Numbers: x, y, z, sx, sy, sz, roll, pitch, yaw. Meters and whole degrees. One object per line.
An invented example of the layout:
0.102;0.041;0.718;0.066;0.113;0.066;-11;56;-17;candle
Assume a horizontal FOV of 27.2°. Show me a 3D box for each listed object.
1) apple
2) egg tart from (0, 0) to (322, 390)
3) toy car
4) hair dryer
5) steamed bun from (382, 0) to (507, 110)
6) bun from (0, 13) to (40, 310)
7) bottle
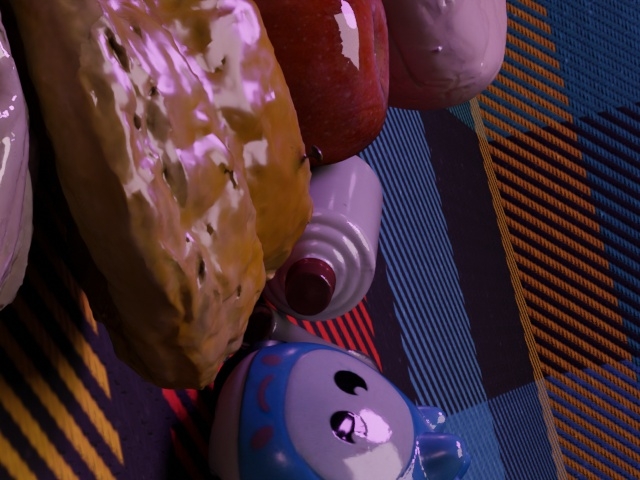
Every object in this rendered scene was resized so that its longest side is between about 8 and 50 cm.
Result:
-0.025;-0.163;1.172;0.201;0.162;0.201;-3;90;-80;apple
-0.091;-0.068;0.701;0.319;0.128;0.319;158;-90;-78;egg tart
0.024;0.188;0.950;0.188;0.190;0.255;-81;152;-52;toy car
0.018;0.135;1.096;0.219;0.088;0.225;41;-3;-27;hair dryer
0.075;-0.299;1.508;0.334;0.233;0.312;-64;140;-55;steamed bun
-0.184;-0.049;0.523;0.231;0.133;0.231;-16;90;-74;bun
0.000;0.000;1.164;0.245;0.104;0.104;-77;150;-70;bottle
